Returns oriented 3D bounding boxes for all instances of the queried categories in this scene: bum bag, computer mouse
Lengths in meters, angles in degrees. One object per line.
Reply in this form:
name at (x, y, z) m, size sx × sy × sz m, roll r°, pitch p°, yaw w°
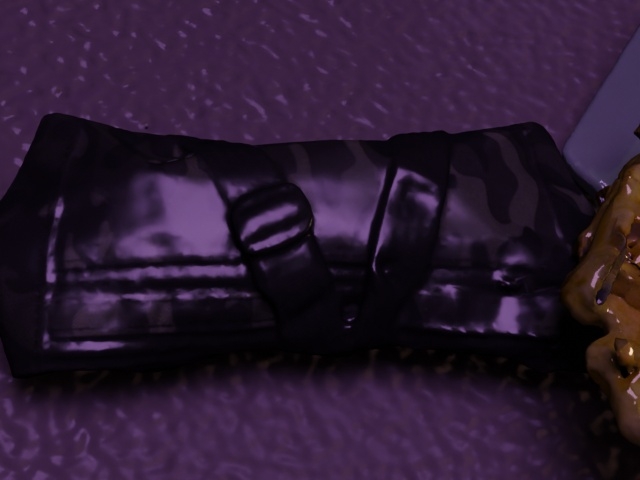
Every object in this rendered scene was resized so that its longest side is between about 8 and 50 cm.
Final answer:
bum bag at (0.000, 0.000, 0.726) m, size 0.340 × 0.095 × 0.144 m, roll 0°, pitch 71°, yaw -10°
computer mouse at (0.242, -0.093, 0.856) m, size 0.128 × 0.079 × 0.231 m, roll 28°, pitch 57°, yaw 12°

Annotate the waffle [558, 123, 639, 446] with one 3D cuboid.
waffle at (0.240, 0.027, 0.727) m, size 0.280 × 0.060 × 0.262 m, roll -4°, pitch 57°, yaw -26°
